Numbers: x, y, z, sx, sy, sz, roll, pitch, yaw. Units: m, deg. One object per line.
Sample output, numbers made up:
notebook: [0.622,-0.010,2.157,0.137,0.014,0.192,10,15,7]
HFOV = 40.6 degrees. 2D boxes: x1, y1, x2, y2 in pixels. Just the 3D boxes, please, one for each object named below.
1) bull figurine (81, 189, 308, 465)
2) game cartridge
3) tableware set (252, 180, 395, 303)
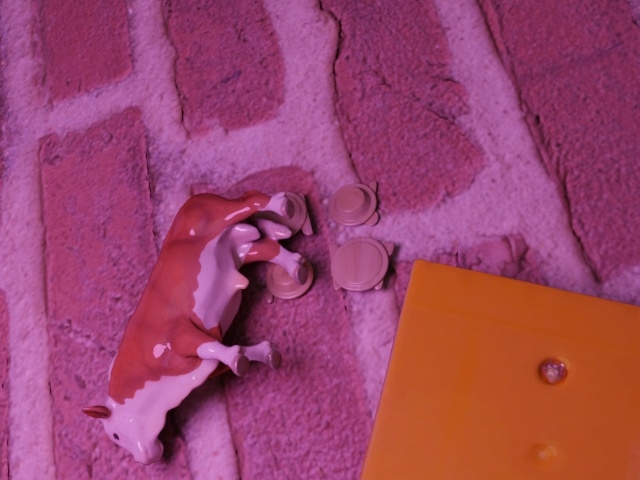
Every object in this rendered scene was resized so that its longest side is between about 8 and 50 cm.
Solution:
bull figurine: [-0.126,0.079,0.905,0.188,0.101,0.310,-2,61,29]
game cartridge: [0.182,0.189,0.731,0.285,0.053,0.324,13,63,9]
tableware set: [0.000,0.000,0.968,0.168,0.020,0.141,-8,62,13]
